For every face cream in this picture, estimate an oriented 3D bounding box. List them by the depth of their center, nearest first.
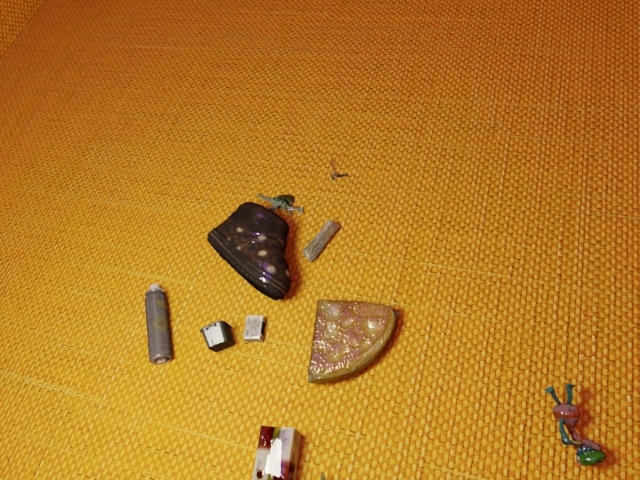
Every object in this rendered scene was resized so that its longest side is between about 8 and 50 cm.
[{"bbox_3d":[-0.546,0.271,1.813,0.073,0.073,0.284,-17,57,1],"label":"face cream"}]

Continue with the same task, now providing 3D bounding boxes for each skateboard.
[{"bbox_3d":[0.065,-0.272,2.040,0.063,0.032,0.083,-8,60,-5],"label":"skateboard"}]

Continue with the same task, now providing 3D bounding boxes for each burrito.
[{"bbox_3d":[0.000,0.000,1.879,0.051,0.042,0.171,40,77,-3],"label":"burrito"}]

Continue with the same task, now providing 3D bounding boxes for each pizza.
[{"bbox_3d":[0.101,0.317,1.647,0.257,0.087,0.268,5,62,10],"label":"pizza"}]

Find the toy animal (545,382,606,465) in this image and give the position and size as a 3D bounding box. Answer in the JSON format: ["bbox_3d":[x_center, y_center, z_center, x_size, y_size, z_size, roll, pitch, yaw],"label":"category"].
[{"bbox_3d":[0.662,0.483,1.421,0.103,0.100,0.208,1,66,-33],"label":"toy animal"}]

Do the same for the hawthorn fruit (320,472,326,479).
[{"bbox_3d":[0.032,0.708,1.377,0.199,0.199,0.251,-18,44,0],"label":"hawthorn fruit"}]

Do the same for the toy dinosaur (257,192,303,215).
[{"bbox_3d":[-0.145,-0.144,2.003,0.106,0.044,0.187,-27,44,-21],"label":"toy dinosaur"}]

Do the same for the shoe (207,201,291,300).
[{"bbox_3d":[-0.196,0.023,1.832,0.237,0.171,0.384,-46,54,-11],"label":"shoe"}]

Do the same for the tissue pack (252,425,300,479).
[{"bbox_3d":[-0.122,0.603,1.511,0.106,0.099,0.149,0,60,12],"label":"tissue pack"}]

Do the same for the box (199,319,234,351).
[{"bbox_3d":[-0.325,0.307,1.723,0.084,0.122,0.069,-24,70,-1],"label":"box"}]

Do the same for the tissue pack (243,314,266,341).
[{"bbox_3d":[-0.213,0.286,1.753,0.062,0.042,0.083,-3,59,12],"label":"tissue pack"}]
